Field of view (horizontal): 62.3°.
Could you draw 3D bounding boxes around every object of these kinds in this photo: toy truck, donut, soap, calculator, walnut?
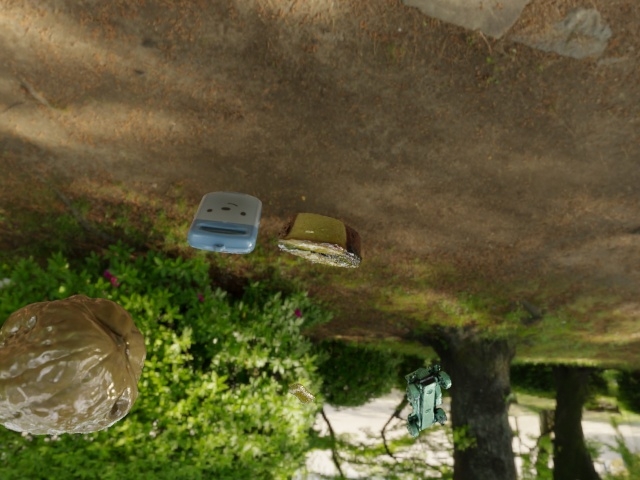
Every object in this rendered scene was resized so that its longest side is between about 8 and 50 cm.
[{"bbox_3d":[0.188,0.292,0.987,0.080,0.078,0.154,-19,129,-14],"label":"toy truck"},{"bbox_3d":[0.000,0.000,1.062,0.184,0.073,0.166,23,161,-33],"label":"donut"},{"bbox_3d":[-0.040,0.335,1.154,0.034,0.012,0.089,-32,133,5],"label":"soap"},{"bbox_3d":[-0.173,-0.035,0.980,0.121,0.210,0.039,5,119,-3],"label":"calculator"},{"bbox_3d":[-0.424,0.212,0.883,0.257,0.224,0.256,4,109,11],"label":"walnut"}]
